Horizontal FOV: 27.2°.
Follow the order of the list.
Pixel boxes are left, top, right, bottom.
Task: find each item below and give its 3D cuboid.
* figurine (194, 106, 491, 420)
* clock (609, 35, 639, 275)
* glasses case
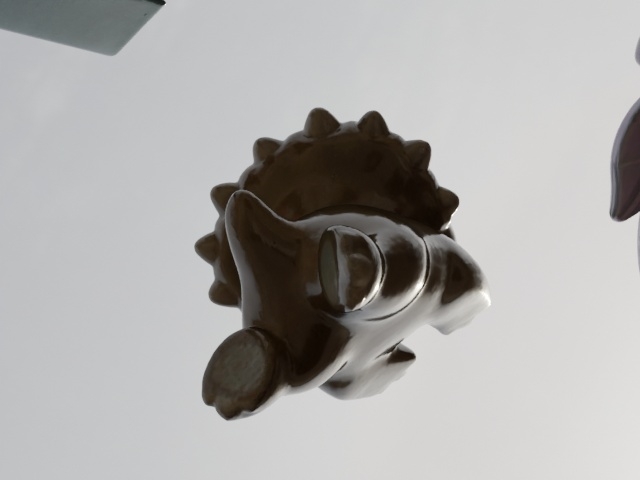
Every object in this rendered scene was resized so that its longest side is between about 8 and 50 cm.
[{"bbox_3d":[-0.001,0.003,0.859,0.177,0.173,0.247,-47,-22,29],"label":"figurine"},{"bbox_3d":[0.325,-0.050,0.693,0.338,0.102,0.338,0,-82,0],"label":"clock"},{"bbox_3d":[-0.222,-0.168,0.800,0.266,0.105,0.056,6,-67,-57],"label":"glasses case"}]
